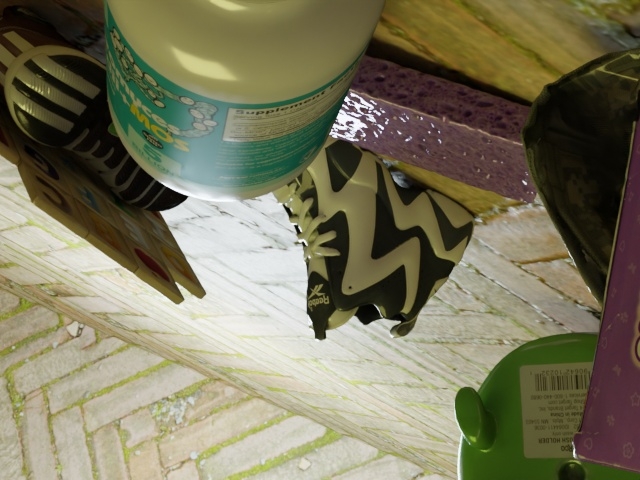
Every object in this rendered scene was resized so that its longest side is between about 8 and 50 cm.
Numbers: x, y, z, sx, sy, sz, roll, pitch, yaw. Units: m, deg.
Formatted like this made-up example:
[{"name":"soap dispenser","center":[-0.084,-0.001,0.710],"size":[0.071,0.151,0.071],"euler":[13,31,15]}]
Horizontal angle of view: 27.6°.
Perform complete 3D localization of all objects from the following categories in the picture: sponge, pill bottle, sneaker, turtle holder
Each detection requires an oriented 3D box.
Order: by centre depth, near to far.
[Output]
[{"name":"pill bottle","center":[-0.045,-0.124,0.710],"size":[0.146,0.146,0.264],"euler":[26,162,0]},{"name":"sponge","center":[0.060,-0.085,0.901],"size":[0.210,0.031,0.117],"euler":[19,167,6]},{"name":"sneaker","center":[0.000,0.000,1.094],"size":[0.235,0.153,0.094],"euler":[29,164,-16]},{"name":"sneaker","center":[-0.208,-0.132,1.151],"size":[0.162,0.106,0.281],"euler":[41,180,28]},{"name":"turtle holder","center":[0.279,0.245,1.244],"size":[0.320,0.243,0.227],"euler":[59,-161,18]}]

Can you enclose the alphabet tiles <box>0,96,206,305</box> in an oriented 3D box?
[{"name":"alphabet tiles","center":[-0.230,-0.078,1.165],"size":[0.285,0.011,0.342],"euler":[41,-171,-39]}]

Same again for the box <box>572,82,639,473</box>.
[{"name":"box","center":[0.220,-0.008,0.414],"size":[0.293,0.201,0.057],"euler":[13,174,-31]}]

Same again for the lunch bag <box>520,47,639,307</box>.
[{"name":"lunch bag","center":[0.261,0.018,0.682],"size":[0.235,0.169,0.287],"euler":[32,173,-39]}]
